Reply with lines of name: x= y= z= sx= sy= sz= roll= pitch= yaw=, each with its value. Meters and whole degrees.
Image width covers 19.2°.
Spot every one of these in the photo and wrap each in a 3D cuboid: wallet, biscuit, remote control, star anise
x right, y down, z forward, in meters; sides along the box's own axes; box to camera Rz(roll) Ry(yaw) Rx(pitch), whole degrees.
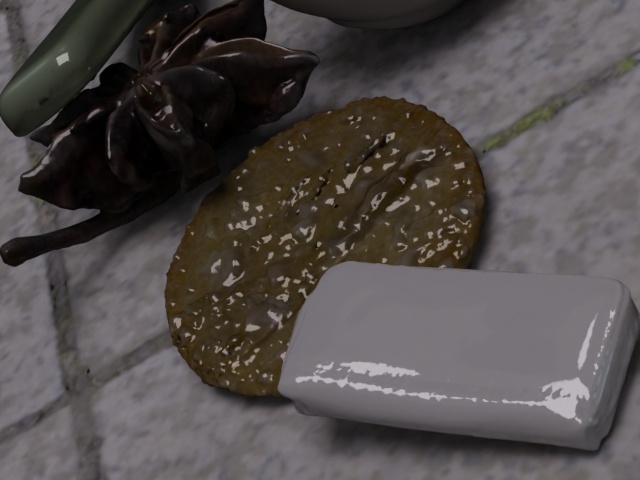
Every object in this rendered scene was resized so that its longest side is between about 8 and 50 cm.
wallet: x=0.067 y=0.055 z=0.969 sx=0.190 sy=0.033 sz=0.095 roll=5 pitch=56 yaw=32
biscuit: x=0.001 y=0.001 z=1.103 sx=0.220 sy=0.033 sz=0.220 roll=-21 pitch=41 yaw=20
remote control: x=-0.146 y=-0.161 z=1.312 sx=0.090 sy=0.038 sz=0.309 roll=-35 pitch=16 yaw=26
star anise: x=-0.109 y=-0.070 z=1.218 sx=0.231 sy=0.089 sz=0.209 roll=-39 pitch=22 yaw=6

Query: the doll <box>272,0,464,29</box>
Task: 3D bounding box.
doll: x=0.030 y=-0.251 z=1.229 sx=0.251 sy=0.221 sz=0.221 roll=-28 pitch=34 yaw=-15
